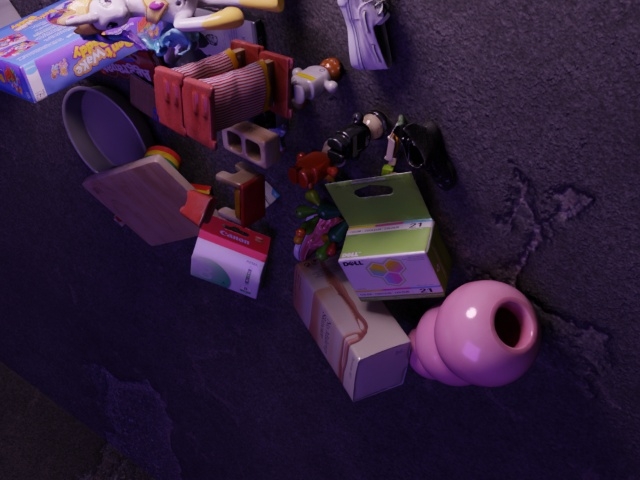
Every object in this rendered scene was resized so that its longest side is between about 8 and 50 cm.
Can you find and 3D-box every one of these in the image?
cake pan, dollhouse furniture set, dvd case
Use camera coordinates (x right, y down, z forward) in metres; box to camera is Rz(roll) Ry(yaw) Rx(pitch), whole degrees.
[{"bbox_3d":[-0.522,-0.261,2.169,0.293,0.054,0.293,25,138,25],"label":"cake pan"},{"bbox_3d":[-0.167,-0.160,1.596,0.152,0.201,0.374,28,133,33],"label":"dollhouse furniture set"},{"bbox_3d":[-0.212,-0.394,1.787,0.239,0.029,0.179,21,135,28],"label":"dvd case"},{"bbox_3d":[0.156,-0.153,1.637,0.059,0.076,0.151,19,138,12],"label":"dollhouse furniture set"}]

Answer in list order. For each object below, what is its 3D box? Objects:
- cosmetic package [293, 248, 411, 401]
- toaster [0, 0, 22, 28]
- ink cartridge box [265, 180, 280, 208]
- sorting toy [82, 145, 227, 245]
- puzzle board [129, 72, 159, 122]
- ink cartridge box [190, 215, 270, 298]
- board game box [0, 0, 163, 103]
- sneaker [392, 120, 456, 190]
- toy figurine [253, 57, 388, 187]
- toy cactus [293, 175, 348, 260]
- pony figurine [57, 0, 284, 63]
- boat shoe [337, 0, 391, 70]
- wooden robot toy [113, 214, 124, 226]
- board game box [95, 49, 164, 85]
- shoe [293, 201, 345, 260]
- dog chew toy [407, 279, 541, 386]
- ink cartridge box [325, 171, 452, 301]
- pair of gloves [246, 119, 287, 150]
[{"bbox_3d":[0.060,0.177,1.868,0.296,0.129,0.153,54,151,40],"label":"cosmetic package"},{"bbox_3d":[-0.839,-0.533,2.170,0.168,0.110,0.185,-16,112,48],"label":"toaster"},{"bbox_3d":[-0.136,-0.090,1.944,0.048,0.083,0.028,44,142,1],"label":"ink cartridge box"},{"bbox_3d":[-0.388,-0.115,2.094,0.255,0.089,0.257,-12,137,34],"label":"sorting toy"},{"bbox_3d":[-0.398,-0.327,2.008,0.096,0.011,0.128,32,154,4],"label":"puzzle board"},{"bbox_3d":[-0.220,0.040,2.106,0.181,0.056,0.224,21,148,4],"label":"ink cartridge box"},{"bbox_3d":[-0.512,-0.410,1.767,0.233,0.347,0.078,23,138,38],"label":"board game box"},{"bbox_3d":[0.191,-0.149,1.588,0.051,0.089,0.170,2,124,42],"label":"sneaker"},{"bbox_3d":[0.000,-0.229,1.658,0.209,0.148,0.213,55,143,-2],"label":"toy figurine"},{"bbox_3d":[0.033,-0.064,1.790,0.180,0.112,0.219,2,92,13],"label":"toy cactus"},{"bbox_3d":[-0.247,-0.451,1.553,0.363,0.351,0.303,-4,118,17],"label":"pony figurine"},{"bbox_3d":[0.084,-0.394,1.490,0.076,0.083,0.226,10,142,22],"label":"boat shoe"},{"bbox_3d":[-0.495,-0.062,2.315,0.079,0.076,0.173,44,144,-16],"label":"wooden robot toy"},{"bbox_3d":[-0.473,-0.427,1.971,0.281,0.027,0.145,16,149,32],"label":"board game box"},{"bbox_3d":[0.000,0.000,1.915,0.081,0.063,0.178,38,136,17],"label":"shoe"},{"bbox_3d":[0.285,0.201,1.737,0.206,0.206,0.332,49,150,-4],"label":"dog chew toy"},{"bbox_3d":[0.125,-0.001,1.688,0.189,0.097,0.255,-6,136,27],"label":"ink cartridge box"},{"bbox_3d":[-0.146,-0.258,1.826,0.198,0.023,0.159,24,151,24],"label":"pair of gloves"}]
